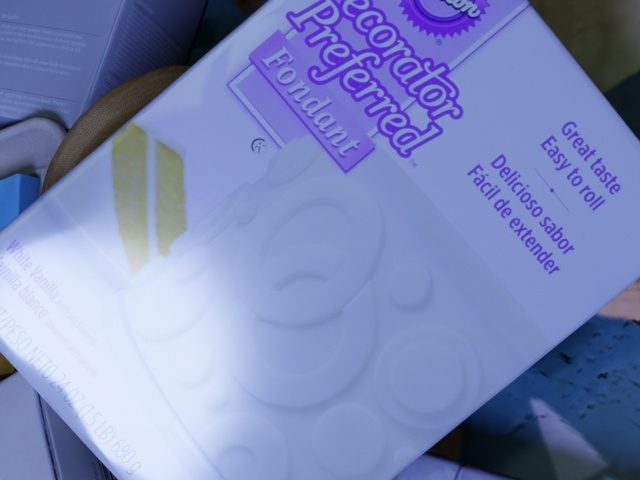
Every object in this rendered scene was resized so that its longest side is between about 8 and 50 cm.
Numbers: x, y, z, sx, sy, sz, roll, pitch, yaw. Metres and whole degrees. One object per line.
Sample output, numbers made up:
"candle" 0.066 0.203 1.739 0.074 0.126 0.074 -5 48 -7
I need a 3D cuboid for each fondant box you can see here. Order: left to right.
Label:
"fondant box" 0.000 0.000 0.624 0.330 0.096 0.238 -40 98 3

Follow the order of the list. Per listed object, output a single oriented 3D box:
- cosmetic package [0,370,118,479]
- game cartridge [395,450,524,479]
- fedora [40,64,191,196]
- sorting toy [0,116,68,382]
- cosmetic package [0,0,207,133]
"cosmetic package" -0.240 0.215 0.680 0.309 0.160 0.113 -33 54 11
"game cartridge" 0.102 0.308 0.571 0.230 0.068 0.355 14 78 22
"fedora" -0.096 -0.018 0.726 0.194 0.194 0.079 -54 27 -1
"sorting toy" -0.239 0.034 0.767 0.193 0.038 0.208 -12 78 39
"cosmetic package" -0.162 -0.178 0.819 0.127 0.107 0.238 14 76 25
